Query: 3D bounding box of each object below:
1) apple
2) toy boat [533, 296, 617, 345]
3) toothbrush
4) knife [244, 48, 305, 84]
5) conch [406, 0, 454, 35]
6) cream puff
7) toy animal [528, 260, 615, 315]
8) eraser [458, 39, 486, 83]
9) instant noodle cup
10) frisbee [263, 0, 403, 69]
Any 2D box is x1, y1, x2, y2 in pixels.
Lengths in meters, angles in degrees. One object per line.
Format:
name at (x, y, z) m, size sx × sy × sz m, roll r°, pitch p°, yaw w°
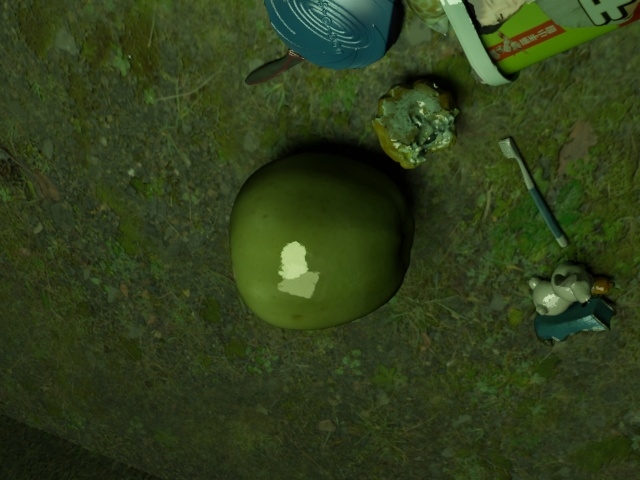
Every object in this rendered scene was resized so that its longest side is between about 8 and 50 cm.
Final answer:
apple at (0.000, 0.000, 1.717) m, size 0.357 × 0.357 × 0.357 m, roll 14°, pitch 140°, yaw 12°
toy boat at (0.515, 0.175, 1.860) m, size 0.185 × 0.075 × 0.077 m, roll -21°, pitch 115°, yaw 44°
toothbrush at (0.394, -0.084, 1.674) m, size 0.025 × 0.019 × 0.275 m, roll -7°, pitch 132°, yaw 40°
knife at (-0.048, -0.330, 1.625) m, size 0.247 × 0.018 × 0.035 m, roll -20°, pitch 121°, yaw 38°
conch at (0.186, -0.382, 1.377) m, size 0.116 × 0.106 × 0.173 m, roll 2°, pitch 162°, yaw 39°
cream puff at (0.164, -0.200, 1.576) m, size 0.121 × 0.156 × 0.156 m, roll 42°, pitch 150°, yaw 29°
toy animal at (0.489, 0.098, 1.756) m, size 0.131 × 0.127 × 0.181 m, roll 32°, pitch 152°, yaw 0°
eraser at (0.271, -0.307, 1.479) m, size 0.065 × 0.026 × 0.105 m, roll -10°, pitch 130°, yaw 31°
instant noodle cup at (0.334, -0.386, 1.193) m, size 0.308 × 0.294 × 0.294 m, roll -15°, pitch 127°, yaw 29°
frisbee at (0.016, -0.379, 1.504) m, size 0.242 × 0.045 × 0.242 m, roll 12°, pitch 138°, yaw 11°
